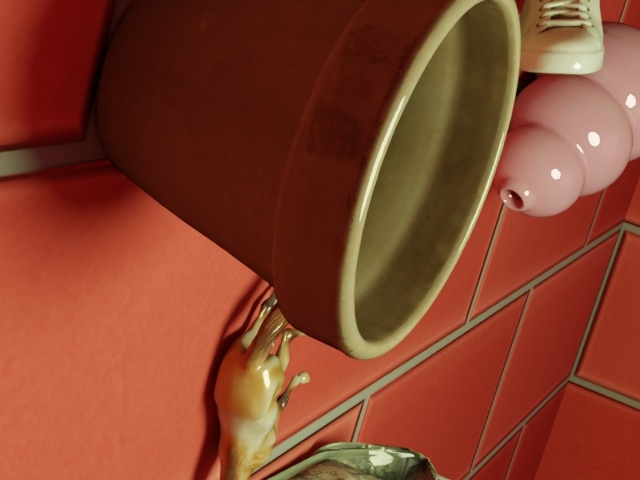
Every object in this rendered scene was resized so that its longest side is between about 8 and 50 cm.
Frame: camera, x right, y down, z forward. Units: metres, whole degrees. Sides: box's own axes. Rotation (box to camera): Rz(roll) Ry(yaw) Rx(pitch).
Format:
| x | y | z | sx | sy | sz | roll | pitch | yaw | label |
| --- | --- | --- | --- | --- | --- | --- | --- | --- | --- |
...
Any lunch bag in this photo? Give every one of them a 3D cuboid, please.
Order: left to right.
| x | y | z | sx | sy | sz | roll | pitch | yaw | label |
| --- | --- | --- | --- | --- | --- | --- | --- | --- | --- |
| 0.016 | 0.374 | 1.558 | 0.287 | 0.169 | 0.235 | -14 | 123 | -61 | lunch bag |

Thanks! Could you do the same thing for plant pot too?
| x | y | z | sx | sy | sz | roll | pitch | yaw | label |
| --- | --- | --- | --- | --- | --- | --- | --- | --- | --- |
| -0.020 | -0.079 | 0.908 | 0.263 | 0.229 | 0.263 | -53 | 156 | -37 | plant pot |

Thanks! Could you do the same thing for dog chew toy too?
| x | y | z | sx | sy | sz | roll | pitch | yaw | label |
| --- | --- | --- | --- | --- | --- | --- | --- | --- | --- |
| 0.352 | -0.155 | 1.855 | 0.332 | 0.207 | 0.206 | -46 | 152 | -30 | dog chew toy |

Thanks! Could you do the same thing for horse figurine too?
| x | y | z | sx | sy | sz | roll | pitch | yaw | label |
| --- | --- | --- | --- | --- | --- | --- | --- | --- | --- |
| -0.055 | 0.146 | 1.292 | 0.174 | 0.066 | 0.263 | -53 | 159 | -49 | horse figurine |

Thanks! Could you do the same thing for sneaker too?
| x | y | z | sx | sy | sz | roll | pitch | yaw | label |
| --- | --- | --- | --- | --- | --- | --- | --- | --- | --- |
| 0.272 | -0.272 | 1.561 | 0.290 | 0.106 | 0.123 | -74 | 164 | -66 | sneaker |

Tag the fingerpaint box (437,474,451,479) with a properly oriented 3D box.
| x | y | z | sx | sy | sz | roll | pitch | yaw | label |
| --- | --- | --- | --- | --- | --- | --- | --- | --- | --- |
| 0.100 | 0.554 | 1.963 | 0.371 | 0.163 | 0.445 | -63 | 159 | -17 | fingerpaint box |
